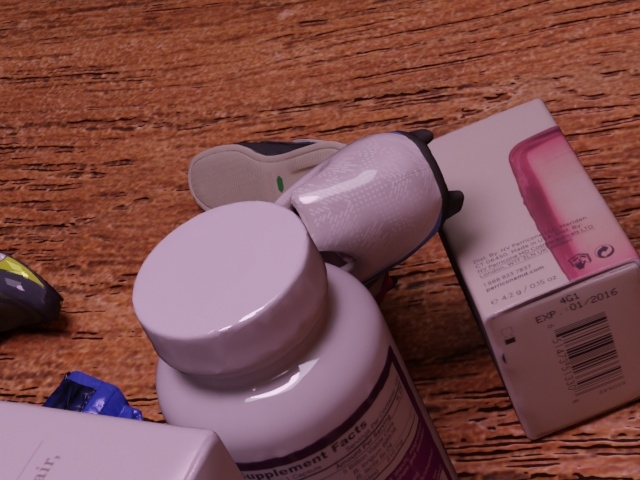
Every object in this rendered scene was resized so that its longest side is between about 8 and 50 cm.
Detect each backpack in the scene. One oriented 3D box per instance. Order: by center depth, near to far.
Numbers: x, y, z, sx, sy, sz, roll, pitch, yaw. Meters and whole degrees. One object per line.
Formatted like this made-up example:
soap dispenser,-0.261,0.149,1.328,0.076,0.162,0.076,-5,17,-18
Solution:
backpack,-0.206,0.188,1.168,0.101,0.098,0.120,15,52,35

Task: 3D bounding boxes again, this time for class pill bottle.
pill bottle,-0.015,0.121,0.973,0.169,0.301,0.169,-15,39,13

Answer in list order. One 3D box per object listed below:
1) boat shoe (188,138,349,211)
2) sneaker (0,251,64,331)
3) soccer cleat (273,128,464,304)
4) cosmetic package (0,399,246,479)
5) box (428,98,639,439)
boat shoe,-0.037,-0.062,1.395,0.233,0.084,0.079,-1,6,37
sneaker,-0.393,0.093,1.392,0.300,0.111,0.121,-12,50,25
soccer cleat,0.000,0.000,1.114,0.143,0.331,0.116,-22,78,-18
cosmetic package,-0.227,0.315,0.847,0.394,0.329,0.327,2,48,32
box,0.175,0.018,1.109,0.127,0.148,0.232,-22,39,4
